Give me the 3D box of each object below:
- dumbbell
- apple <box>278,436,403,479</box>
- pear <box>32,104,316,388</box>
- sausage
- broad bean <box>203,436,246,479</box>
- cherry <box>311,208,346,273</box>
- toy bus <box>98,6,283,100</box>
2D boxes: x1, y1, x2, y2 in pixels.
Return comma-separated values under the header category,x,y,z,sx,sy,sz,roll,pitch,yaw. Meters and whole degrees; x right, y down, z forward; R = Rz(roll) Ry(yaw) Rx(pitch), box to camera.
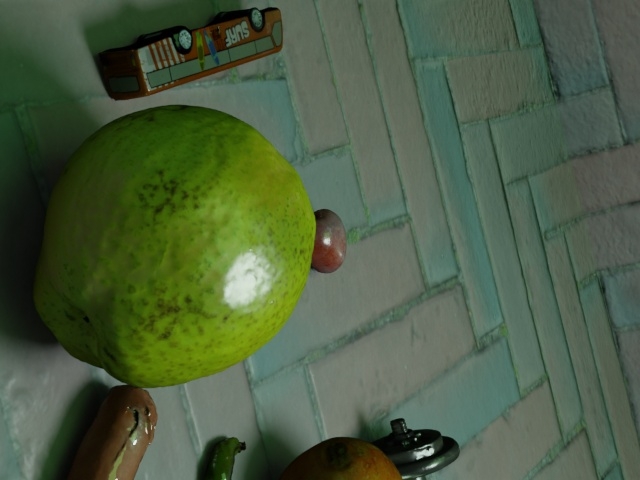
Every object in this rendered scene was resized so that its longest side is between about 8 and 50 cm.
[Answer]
category,x,y,z,sx,sy,sz,roll,pitch,yaw
dumbbell,0.180,0.467,2.015,0.192,0.192,0.290,-20,96,-55
apple,0.031,0.430,1.773,0.237,0.237,0.208,39,22,-43
pear,-0.202,0.016,1.458,0.391,0.391,0.391,22,62,-51
sausage,-0.306,0.373,1.429,0.094,0.094,0.419,38,51,-29
broad bean,-0.158,0.379,1.683,0.061,0.046,0.195,50,42,-31
cherry,0.005,-0.003,1.997,0.126,0.087,0.106,47,49,-33
toy bus,-0.198,-0.317,1.800,0.409,0.093,0.092,-32,114,-53
